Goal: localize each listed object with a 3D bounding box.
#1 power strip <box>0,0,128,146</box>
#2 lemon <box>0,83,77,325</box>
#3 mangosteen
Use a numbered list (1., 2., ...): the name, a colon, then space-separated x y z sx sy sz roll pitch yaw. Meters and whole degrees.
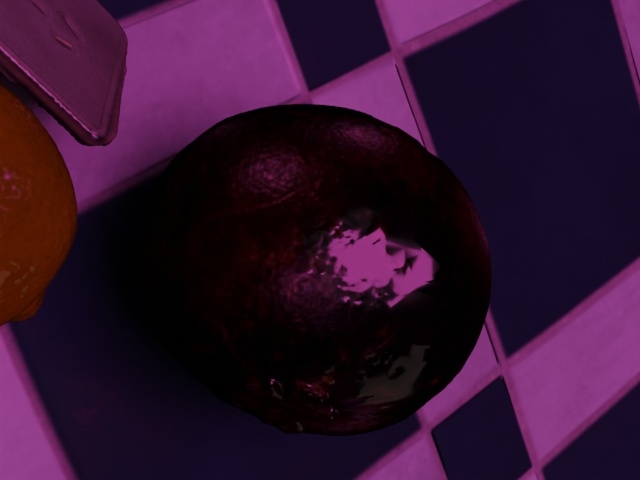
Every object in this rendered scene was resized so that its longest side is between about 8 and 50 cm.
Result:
1. power strip: -0.241 -0.171 0.896 0.213 0.065 0.198 46 20 -27
2. lemon: -0.274 -0.036 0.825 0.184 0.184 0.248 -48 117 -29
3. mangosteen: 0.003 0.013 0.982 0.297 0.297 0.293 47 65 -29
